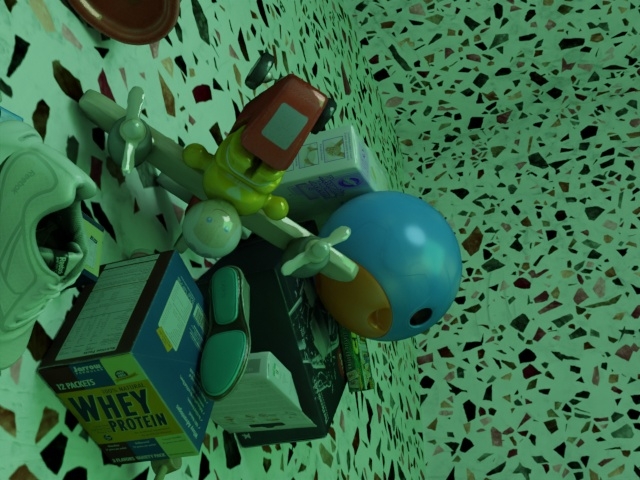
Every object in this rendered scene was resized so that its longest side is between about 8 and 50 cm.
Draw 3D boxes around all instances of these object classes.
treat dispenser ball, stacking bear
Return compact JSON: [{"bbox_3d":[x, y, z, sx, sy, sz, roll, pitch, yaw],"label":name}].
[{"bbox_3d":[0.127,0.048,1.358,0.288,0.288,0.288,-12,90,-73],"label":"treat dispenser ball"},{"bbox_3d":[-0.302,-0.469,1.188,0.289,0.175,0.164,-95,161,-46],"label":"stacking bear"}]

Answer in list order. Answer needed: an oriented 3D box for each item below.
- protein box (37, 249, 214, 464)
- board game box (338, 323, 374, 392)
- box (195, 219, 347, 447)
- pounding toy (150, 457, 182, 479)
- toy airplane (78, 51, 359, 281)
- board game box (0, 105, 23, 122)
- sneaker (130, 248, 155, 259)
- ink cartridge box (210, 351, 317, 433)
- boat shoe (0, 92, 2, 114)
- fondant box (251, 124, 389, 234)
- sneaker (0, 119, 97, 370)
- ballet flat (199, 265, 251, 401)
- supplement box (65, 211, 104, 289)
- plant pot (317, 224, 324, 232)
[{"bbox_3d":[-0.240,0.159,0.971,0.201,0.135,0.200,-79,153,-52],"label":"protein box"},{"bbox_3d":[0.069,0.195,1.532,0.136,0.030,0.260,25,55,-68],"label":"board game box"},{"bbox_3d":[-0.079,0.176,1.412,0.312,0.178,0.344,-54,129,-67],"label":"box"},{"bbox_3d":[-0.222,0.397,0.965,0.181,0.094,0.206,39,32,-57],"label":"pounding toy"},{"bbox_3d":[-0.151,-0.072,1.096,0.273,0.385,0.385,-71,156,-42],"label":"toy airplane"},{"bbox_3d":[-0.399,-0.067,0.781,0.160,0.039,0.212,36,44,-66],"label":"board game box"},{"bbox_3d":[-0.262,0.082,1.100,0.070,0.050,0.134,-84,160,-58],"label":"sneaker"},{"bbox_3d":[-0.124,0.263,1.203,0.225,0.180,0.056,56,31,-51],"label":"ink cartridge box"},{"bbox_3d":[-0.399,-0.040,0.615,0.340,0.127,0.113,-63,148,-58],"label":"boat shoe"},{"bbox_3d":[-0.049,-0.109,1.443,0.238,0.330,0.096,40,41,-63],"label":"fondant box"},{"bbox_3d":[-0.303,0.031,0.715,0.110,0.118,0.292,-49,163,-59],"label":"sneaker"},{"bbox_3d":[-0.126,0.136,1.005,0.068,0.072,0.213,64,19,-52],"label":"ballet flat"},{"bbox_3d":[-0.332,0.007,0.917,0.083,0.056,0.083,51,32,-56],"label":"supplement box"},{"bbox_3d":[0.000,0.000,1.741,0.256,0.256,0.274,-65,156,-63],"label":"plant pot"}]
